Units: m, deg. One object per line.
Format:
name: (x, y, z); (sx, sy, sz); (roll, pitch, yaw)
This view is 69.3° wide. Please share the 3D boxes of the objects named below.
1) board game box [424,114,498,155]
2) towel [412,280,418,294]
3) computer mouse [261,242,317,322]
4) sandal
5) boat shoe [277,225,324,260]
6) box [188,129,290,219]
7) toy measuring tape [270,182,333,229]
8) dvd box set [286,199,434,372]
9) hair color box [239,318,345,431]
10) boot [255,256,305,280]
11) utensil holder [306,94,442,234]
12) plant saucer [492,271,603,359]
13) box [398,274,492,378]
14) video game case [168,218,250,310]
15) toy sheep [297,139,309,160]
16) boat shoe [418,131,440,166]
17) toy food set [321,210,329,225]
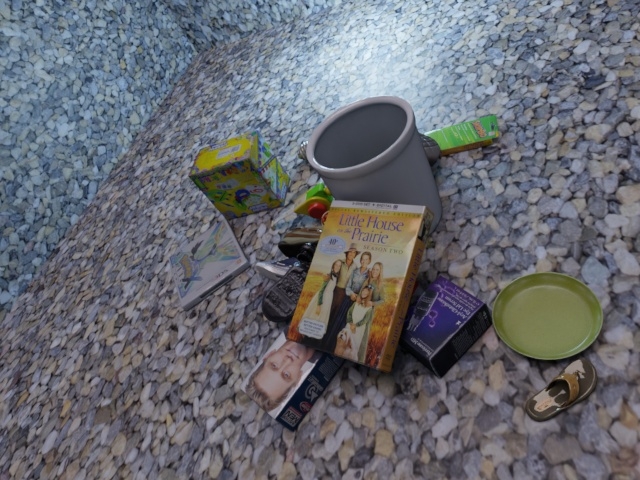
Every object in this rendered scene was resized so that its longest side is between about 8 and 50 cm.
board game box: (0.504, -0.372, 1.668); (0.260, 0.039, 0.124); (-12, 48, 27)
towel: (0.114, 0.152, 1.281); (0.275, 0.031, 0.198); (15, 62, 43)
computer mouse: (-0.070, 0.158, 1.501); (0.272, 0.072, 0.188); (-43, 76, -3)
sandal: (0.524, 0.324, 1.005); (0.180, 0.049, 0.072); (-36, 42, -1)
boat shoe: (0.000, 0.000, 1.584); (0.324, 0.122, 0.119); (4, 50, 35)
box: (-0.326, -0.260, 1.907); (0.290, 0.279, 0.176); (-11, 47, 23)
toy measuring tape: (-0.049, -0.108, 1.753); (0.330, 0.121, 0.121); (-34, 36, 35)
dvd box set: (0.100, 0.099, 1.220); (0.308, 0.062, 0.419); (9, 74, 39)
hair color box: (-0.048, 0.335, 1.315); (0.174, 0.105, 0.347); (22, 66, 43)
boot: (-0.136, 0.095, 1.629); (0.190, 0.069, 0.086); (16, 55, 32)
utensil holder: (0.185, -0.198, 1.449); (0.328, 0.385, 0.327); (-17, 46, 19)
plant saucer: (0.547, 0.185, 1.127); (0.241, 0.037, 0.240); (-17, 45, 18)
box: (0.309, 0.220, 1.193); (0.207, 0.108, 0.153); (-44, 43, -11)
video game case: (-0.455, 0.085, 1.853); (0.300, 0.036, 0.329); (-35, 42, -1)
toy sheep: (-0.045, -0.395, 2.000); (0.132, 0.091, 0.091); (-36, 38, 26)
boat shoe: (0.321, -0.330, 1.682); (0.133, 0.130, 0.355); (6, 29, -17)
toy food set: (0.045, -0.071, 1.664); (0.083, 0.020, 0.082); (-32, 81, -7)
